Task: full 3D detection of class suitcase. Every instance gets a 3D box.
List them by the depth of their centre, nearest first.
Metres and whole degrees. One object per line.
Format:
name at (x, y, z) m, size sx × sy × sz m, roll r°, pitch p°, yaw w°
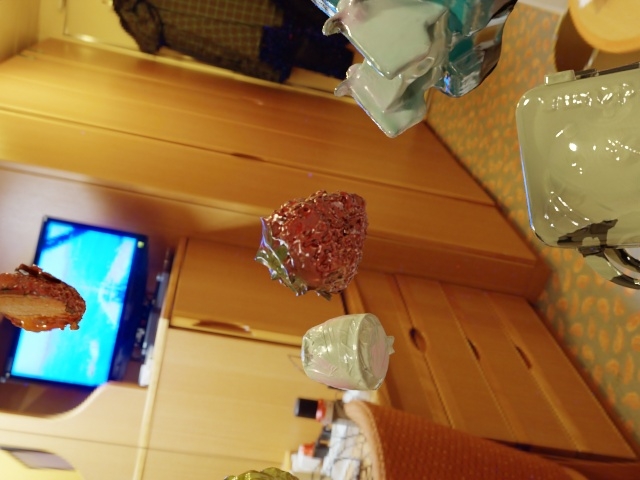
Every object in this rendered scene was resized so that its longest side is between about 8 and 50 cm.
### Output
suitcase at (0.474, -0.095, 0.993) m, size 0.351 × 0.194 × 0.339 m, roll -2°, pitch 101°, yaw 41°

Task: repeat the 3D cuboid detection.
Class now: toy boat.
toy boat at (-0.020, -0.197, 0.384) m, size 0.299 × 0.092 × 0.134 m, roll 52°, pitch 171°, yaw 20°

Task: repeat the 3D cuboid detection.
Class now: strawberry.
strawberry at (-0.456, 0.097, 1.125) m, size 0.121 × 0.188 × 0.082 m, roll 71°, pitch -150°, yaw -42°
strawberry at (0.000, 0.000, 1.138) m, size 0.201 × 0.184 × 0.187 m, roll -43°, pitch -25°, yaw -19°

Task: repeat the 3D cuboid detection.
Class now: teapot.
teapot at (0.057, 0.232, 1.512) m, size 0.221 × 0.178 × 0.163 m, roll -49°, pitch -52°, yaw -56°

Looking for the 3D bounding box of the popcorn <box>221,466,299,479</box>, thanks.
popcorn at (-0.174, 0.672, 1.474) m, size 0.334 × 0.293 × 0.292 m, roll -42°, pitch 48°, yaw 8°
